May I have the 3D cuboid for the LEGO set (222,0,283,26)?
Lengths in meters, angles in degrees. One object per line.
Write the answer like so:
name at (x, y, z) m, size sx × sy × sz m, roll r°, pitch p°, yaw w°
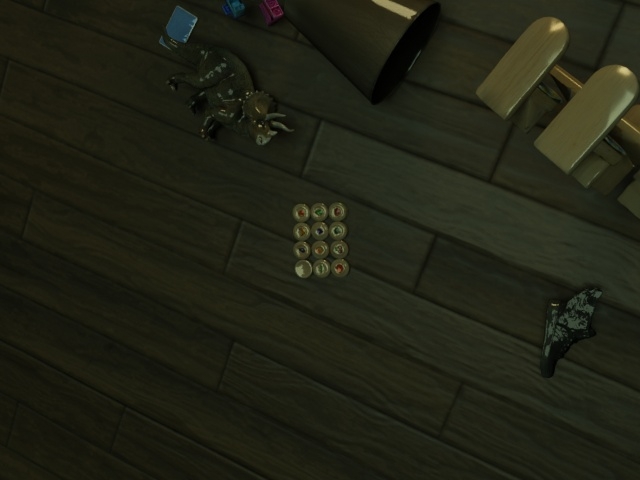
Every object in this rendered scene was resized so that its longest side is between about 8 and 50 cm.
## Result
LEGO set at (-0.164, -0.484, 1.473) m, size 0.087 × 0.093 × 0.227 m, roll -27°, pitch 82°, yaw -12°

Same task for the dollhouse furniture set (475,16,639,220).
dollhouse furniture set at (0.492, -0.145, 1.070) m, size 0.256 × 0.362 × 0.394 m, roll -51°, pitch 50°, yaw 18°

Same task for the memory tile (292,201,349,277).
memory tile at (0.000, 0.000, 1.507) m, size 0.113 × 0.012 × 0.147 m, roll 0°, pitch 97°, yaw 18°

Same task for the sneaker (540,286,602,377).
sneaker at (0.438, 0.163, 1.363) m, size 0.089 × 0.051 × 0.170 m, roll 7°, pitch 95°, yaw 22°

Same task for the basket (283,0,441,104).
basket at (0.062, -0.387, 1.373) m, size 0.227 × 0.154 × 0.204 m, roll 38°, pitch 105°, yaw 14°

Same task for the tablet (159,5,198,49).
tablet at (-0.283, -0.418, 1.553) m, size 0.054 × 0.006 × 0.083 m, roll 34°, pitch 105°, yaw 12°

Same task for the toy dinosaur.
toy dinosaur at (-0.189, -0.290, 1.498) m, size 0.160 × 0.121 × 0.313 m, roll -33°, pitch 81°, yaw 7°
